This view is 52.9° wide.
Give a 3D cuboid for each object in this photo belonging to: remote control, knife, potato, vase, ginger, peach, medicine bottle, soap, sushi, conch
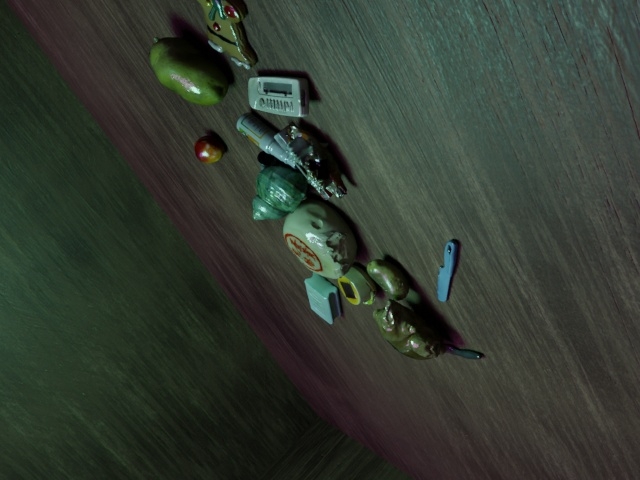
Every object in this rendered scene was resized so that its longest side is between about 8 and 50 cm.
[{"bbox_3d":[-0.100,-0.354,1.562,0.230,0.049,0.090,22,118,50],"label":"remote control"},{"bbox_3d":[0.388,0.321,1.864,0.035,0.018,0.247,50,161,-14],"label":"knife"},{"bbox_3d":[-0.360,-0.464,1.770,0.248,0.143,0.169,35,-166,20],"label":"potato"},{"bbox_3d":[-0.159,-0.204,1.948,0.059,0.059,0.167,41,158,17],"label":"vase"},{"bbox_3d":[0.241,0.256,1.823,0.219,0.123,0.270,29,175,37],"label":"ginger"},{"bbox_3d":[-0.368,-0.304,2.146,0.101,0.101,0.100,40,158,20],"label":"peach"},{"bbox_3d":[-0.134,-0.269,1.792,0.221,0.061,0.092,40,-178,21],"label":"medicine bottle"},{"bbox_3d":[0.310,0.082,1.594,0.044,0.019,0.313,46,161,28],"label":"knife"},{"bbox_3d":[0.012,0.211,2.347,0.119,0.066,0.198,38,158,29],"label":"soap"},{"bbox_3d":[-0.012,-0.196,1.618,0.226,0.103,0.097,48,143,-6],"label":"sushi"},{"bbox_3d":[0.192,0.105,1.789,0.138,0.070,0.091,49,161,0],"label":"potato"},{"bbox_3d":[-0.122,-0.134,1.842,0.175,0.122,0.188,55,138,28],"label":"conch"}]

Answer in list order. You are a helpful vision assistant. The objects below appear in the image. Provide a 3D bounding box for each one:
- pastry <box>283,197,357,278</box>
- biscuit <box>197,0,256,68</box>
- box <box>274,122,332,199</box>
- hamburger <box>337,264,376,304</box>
[{"bbox_3d":[0.000,-0.001,1.902,0.265,0.133,0.264,36,156,19],"label":"pastry"},{"bbox_3d":[-0.247,-0.551,1.519,0.197,0.049,0.301,34,155,27],"label":"biscuit"},{"bbox_3d":[-0.031,-0.207,1.695,0.218,0.055,0.039,52,161,-8],"label":"box"},{"bbox_3d":[0.118,0.140,1.990,0.141,0.082,0.126,59,158,4],"label":"hamburger"}]
